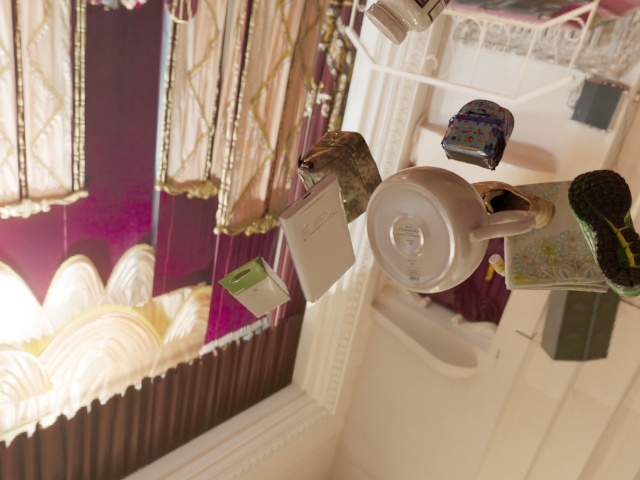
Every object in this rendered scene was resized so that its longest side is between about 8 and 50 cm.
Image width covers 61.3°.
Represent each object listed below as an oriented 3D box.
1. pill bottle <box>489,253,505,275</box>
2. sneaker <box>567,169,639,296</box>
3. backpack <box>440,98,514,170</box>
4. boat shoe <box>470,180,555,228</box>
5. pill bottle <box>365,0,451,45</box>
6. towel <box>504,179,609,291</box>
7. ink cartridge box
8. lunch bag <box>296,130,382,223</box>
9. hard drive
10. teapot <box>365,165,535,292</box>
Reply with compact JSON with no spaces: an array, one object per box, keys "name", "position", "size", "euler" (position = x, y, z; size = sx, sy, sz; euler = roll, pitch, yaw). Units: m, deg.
[{"name":"pill bottle","position":[0.647,0.091,1.951],"size":[0.083,0.043,0.043],"euler":[47,-168,-25]},{"name":"sneaker","position":[0.684,-0.020,1.294],"size":[0.134,0.146,0.343],"euler":[-12,-122,22]},{"name":"backpack","position":[0.408,-0.286,1.385],"size":[0.158,0.173,0.117],"euler":[23,175,32]},{"name":"boat shoe","position":[0.531,-0.123,1.619],"size":[0.110,0.121,0.341],"euler":[14,-175,-32]},{"name":"pill bottle","position":[0.267,-0.670,1.382],"size":[0.181,0.323,0.181],"euler":[40,-167,-11]},{"name":"towel","position":[0.766,-0.016,1.765],"size":[0.320,0.374,0.090],"euler":[-2,164,23]},{"name":"ink cartridge box","position":[-0.175,0.111,1.414],"size":[0.109,0.209,0.062],"euler":[-30,-132,6]},{"name":"lunch bag","position":[0.059,-0.217,1.959],"size":[0.212,0.305,0.256],"euler":[10,-132,39]},{"name":"hard drive","position":[0.000,0.000,1.538],"size":[0.040,0.319,0.210],"euler":[22,-128,37]},{"name":"teapot","position":[0.226,-0.032,1.022],"size":[0.187,0.252,0.256],"euler":[-20,-118,-39]}]
